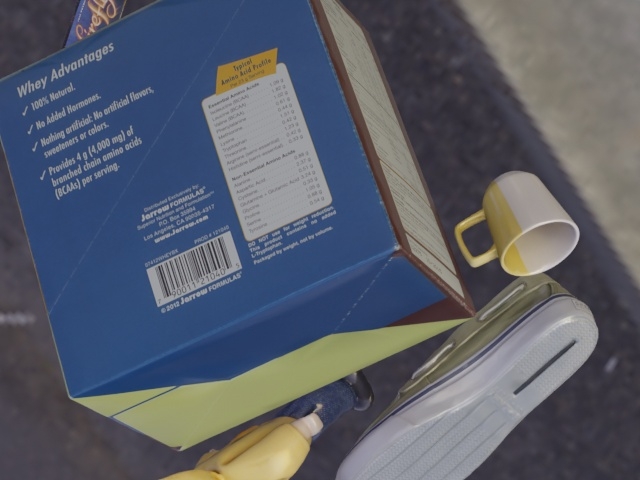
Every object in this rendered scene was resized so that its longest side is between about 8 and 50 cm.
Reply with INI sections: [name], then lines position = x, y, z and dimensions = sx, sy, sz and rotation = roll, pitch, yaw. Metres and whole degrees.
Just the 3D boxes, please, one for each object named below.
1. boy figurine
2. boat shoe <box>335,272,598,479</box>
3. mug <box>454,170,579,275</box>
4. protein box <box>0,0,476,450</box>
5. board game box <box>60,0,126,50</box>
[boy figurine]
position = -0.077, 0.216, 1.999
dimensions = 0.177, 0.285, 0.092
rotation = -23, 99, 53
[boat shoe]
position = 0.136, 0.152, 1.946
dimensions = 0.109, 0.302, 0.094
rotation = 51, -178, -40
[mug]
position = 0.144, -0.017, 1.474
dimensions = 0.064, 0.078, 0.062
rotation = 66, 147, 34
[protein box]
position = -0.052, -0.022, 1.124
dimensions = 0.136, 0.200, 0.201
rotation = 40, -153, -61
[board game box]
position = -0.218, -0.196, 1.879
dimensions = 0.042, 0.165, 0.243
rotation = 18, -164, -8
